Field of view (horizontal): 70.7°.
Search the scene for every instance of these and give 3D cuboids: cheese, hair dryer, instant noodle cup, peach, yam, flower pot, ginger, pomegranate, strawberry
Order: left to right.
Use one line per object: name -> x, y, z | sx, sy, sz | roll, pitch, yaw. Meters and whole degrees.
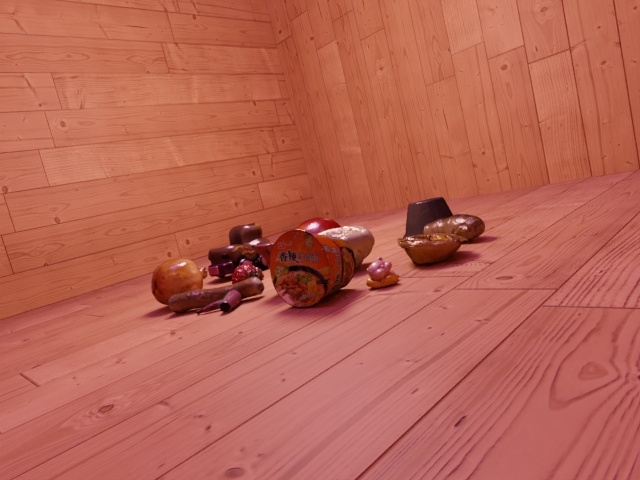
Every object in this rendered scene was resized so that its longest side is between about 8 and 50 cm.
pomegranate -> -0.569, 0.169, 1.800 | 0.207, 0.207, 0.207 | -13, 6, 2
yam -> -0.376, 0.195, 1.614 | 0.357, 0.081, 0.081 | -15, 6, 10
hair dryer -> -0.351, 0.224, 1.528 | 0.154, 0.054, 0.106 | -22, 8, 16
strawberry -> -0.318, 0.144, 1.940 | 0.141, 0.085, 0.192 | -14, 4, 11
cheese -> -0.109, 0.087, 1.564 | 0.203, 0.176, 0.128 | -10, 4, -33
instant noodle cup -> -0.014, 0.076, 1.365 | 0.230, 0.230, 0.182 | -9, -1, 36
peach -> 0.000, 0.000, 2.008 | 0.244, 0.199, 0.243 | -7, 15, 2
flower pot -> 0.491, -0.104, 2.047 | 0.269, 0.166, 0.269 | -15, 7, 2
ginger -> 0.516, -0.043, 1.737 | 0.109, 0.116, 0.263 | 29, -22, -27

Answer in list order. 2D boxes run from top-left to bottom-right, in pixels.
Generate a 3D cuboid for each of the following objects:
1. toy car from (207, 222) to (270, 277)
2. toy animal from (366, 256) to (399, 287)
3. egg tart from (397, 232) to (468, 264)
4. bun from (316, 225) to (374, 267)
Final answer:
toy car -> -0.404, 0.048, 2.239 | 0.271, 0.240, 0.341 | -10, 4, 45
toy animal -> 0.189, 0.091, 1.339 | 0.091, 0.081, 0.114 | -6, 9, 41
egg tart -> 0.368, 0.025, 1.510 | 0.232, 0.098, 0.252 | -10, 7, -35
bun -> 0.069, 0.041, 1.690 | 0.259, 0.159, 0.259 | -9, 16, 2
